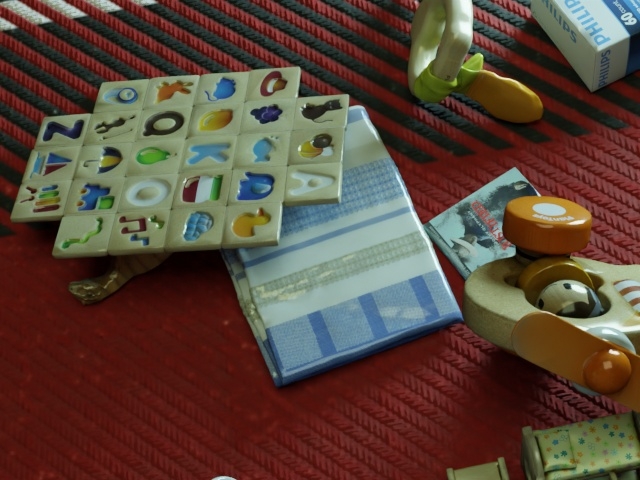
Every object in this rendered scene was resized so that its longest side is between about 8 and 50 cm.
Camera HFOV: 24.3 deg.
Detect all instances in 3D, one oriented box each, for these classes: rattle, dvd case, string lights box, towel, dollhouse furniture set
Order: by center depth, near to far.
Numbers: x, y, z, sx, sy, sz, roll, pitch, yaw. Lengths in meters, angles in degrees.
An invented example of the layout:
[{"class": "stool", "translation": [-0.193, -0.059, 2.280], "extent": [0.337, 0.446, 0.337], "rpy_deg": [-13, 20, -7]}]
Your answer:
[{"class": "dollhouse furniture set", "translation": [0.218, 0.251, 1.328], "extent": [0.182, 0.101, 0.161], "rpy_deg": [-12, 60, 0]}, {"class": "dvd case", "translation": [0.179, -0.015, 1.534], "extent": [0.119, 0.013, 0.087], "rpy_deg": [-32, 62, -10]}, {"class": "towel", "translation": [0.000, 0.000, 1.536], "extent": [0.209, 0.034, 0.285], "rpy_deg": [-20, 62, -7]}, {"class": "string lights box", "translation": [0.375, -0.281, 1.624], "extent": [0.260, 0.076, 0.133], "rpy_deg": [-26, 60, -8]}, {"class": "rattle", "translation": [0.164, -0.226, 1.626], "extent": [0.143, 0.130, 0.199], "rpy_deg": [1, 34, -5]}]

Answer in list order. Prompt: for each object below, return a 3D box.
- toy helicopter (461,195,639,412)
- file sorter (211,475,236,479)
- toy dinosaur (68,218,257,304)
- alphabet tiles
[{"class": "toy helicopter", "translation": [0.300, 0.081, 1.324], "extent": [0.355, 0.140, 0.235], "rpy_deg": [11, 22, 14]}, {"class": "file sorter", "translation": [0.012, 0.317, 1.203], "extent": [0.278, 0.193, 0.173], "rpy_deg": [2, 51, 44]}, {"class": "toy dinosaur", "translation": [-0.167, -0.006, 1.546], "extent": [0.211, 0.064, 0.112], "rpy_deg": [-31, 68, 9]}, {"class": "alphabet tiles", "translation": [-0.143, -0.086, 1.561], "extent": [0.343, 0.011, 0.285], "rpy_deg": [-4, 42, 8]}]
